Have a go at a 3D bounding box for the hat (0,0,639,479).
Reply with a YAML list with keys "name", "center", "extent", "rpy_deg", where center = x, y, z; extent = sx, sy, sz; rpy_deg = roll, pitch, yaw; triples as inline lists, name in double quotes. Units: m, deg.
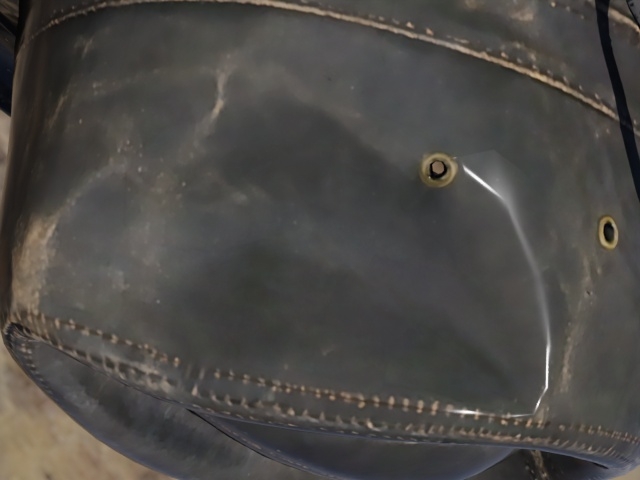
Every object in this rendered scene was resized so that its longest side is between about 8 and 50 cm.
- name: "hat"
  center: [0.000, 0.000, 0.487]
  extent: [0.331, 0.331, 0.134]
  rpy_deg: [86, 19, -71]
